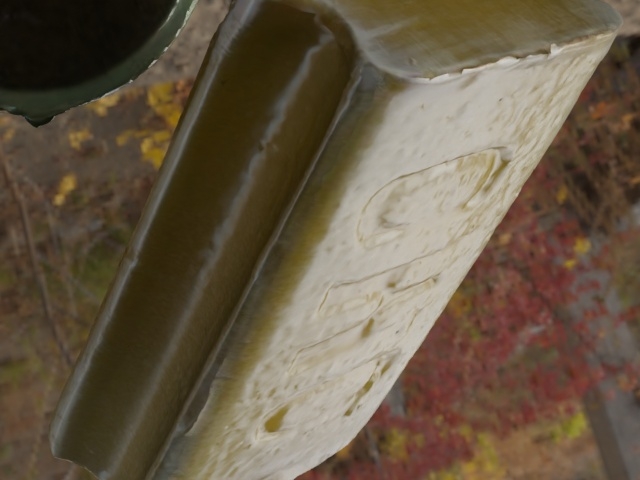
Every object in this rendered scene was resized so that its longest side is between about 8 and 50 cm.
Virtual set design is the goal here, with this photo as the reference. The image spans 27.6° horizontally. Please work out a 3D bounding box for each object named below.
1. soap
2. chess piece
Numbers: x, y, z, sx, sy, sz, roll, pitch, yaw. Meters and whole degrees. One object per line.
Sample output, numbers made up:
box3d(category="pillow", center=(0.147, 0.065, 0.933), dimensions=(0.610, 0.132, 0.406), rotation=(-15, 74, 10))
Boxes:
box3d(category="soap", center=(0.000, 0.000, 0.570), dimensions=(0.173, 0.089, 0.274), rotation=(-19, 147, -45))
box3d(category="chess piece", center=(-0.169, -0.182, 0.674), dimensions=(0.175, 0.176, 0.298), rotation=(-11, -155, -15))
